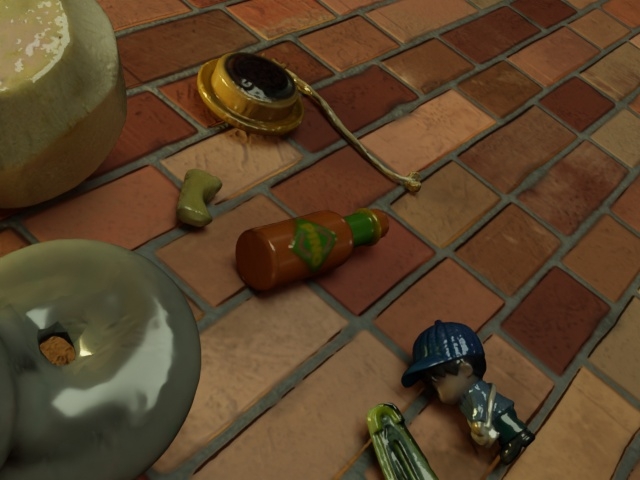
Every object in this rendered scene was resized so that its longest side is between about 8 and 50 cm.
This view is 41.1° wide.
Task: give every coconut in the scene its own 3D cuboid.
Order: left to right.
[{"bbox_3d":[-0.299,-0.143,0.802,0.241,0.241,0.241,15,42,-14],"label":"coconut"}]

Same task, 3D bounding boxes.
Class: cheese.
[{"bbox_3d":[-0.131,-0.044,0.919,0.044,0.030,0.083,12,36,-9],"label":"cheese"}]

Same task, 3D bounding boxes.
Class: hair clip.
[{"bbox_3d":[0.093,0.227,0.752,0.060,0.033,0.188,-12,56,-34],"label":"hair clip"}]

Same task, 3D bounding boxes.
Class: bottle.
[{"bbox_3d":[0.000,0.000,0.915,0.187,0.069,0.069,-18,58,-41],"label":"bottle"}]

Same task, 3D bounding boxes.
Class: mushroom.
[{"bbox_3d":[0.026,-0.156,1.133,0.286,0.026,0.028,41,26,18],"label":"mushroom"}]

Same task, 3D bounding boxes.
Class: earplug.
[{"bbox_3d":[-0.239,0.099,0.596,0.326,0.175,0.214,-17,59,-40],"label":"earplug"}]

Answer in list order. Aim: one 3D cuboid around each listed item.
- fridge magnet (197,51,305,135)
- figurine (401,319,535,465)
[{"bbox_3d":[-0.084,-0.186,1.069,0.143,0.063,0.143,18,39,-16],"label":"fridge magnet"},{"bbox_3d":[0.147,0.147,0.838,0.149,0.087,0.086,45,6,19],"label":"figurine"}]
